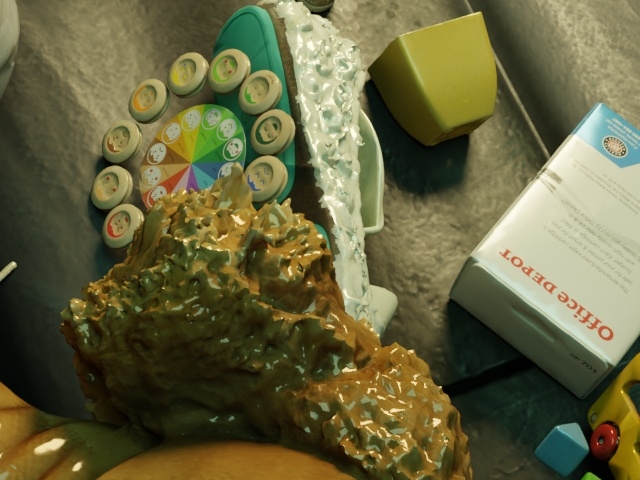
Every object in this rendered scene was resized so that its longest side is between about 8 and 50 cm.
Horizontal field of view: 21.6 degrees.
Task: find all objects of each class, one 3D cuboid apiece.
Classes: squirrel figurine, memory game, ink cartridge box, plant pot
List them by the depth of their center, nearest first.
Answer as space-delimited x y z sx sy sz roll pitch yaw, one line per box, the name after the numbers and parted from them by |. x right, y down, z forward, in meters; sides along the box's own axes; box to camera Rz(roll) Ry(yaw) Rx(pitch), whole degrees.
-0.122 0.156 1.052 0.370 0.281 0.397 30 71 22 | squirrel figurine
-0.099 -0.061 1.267 0.186 0.012 0.186 -13 63 29 | memory game
0.215 0.007 1.333 0.140 0.082 0.190 39 65 7 | ink cartridge box
0.099 -0.126 1.374 0.081 0.081 0.083 -19 81 -20 | plant pot

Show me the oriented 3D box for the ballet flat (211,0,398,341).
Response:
0.000 0.000 1.269 0.147 0.147 0.408 3 66 -11 | ballet flat

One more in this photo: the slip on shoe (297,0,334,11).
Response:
-0.021 -0.259 1.429 0.051 0.041 0.135 -15 69 -18 | slip on shoe

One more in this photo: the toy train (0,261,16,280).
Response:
-0.312 0.052 1.161 0.248 0.143 0.105 -37 78 -24 | toy train

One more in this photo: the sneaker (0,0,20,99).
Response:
-0.337 -0.086 1.217 0.137 0.210 0.366 35 89 5 | sneaker

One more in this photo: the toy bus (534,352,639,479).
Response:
0.278 0.168 1.214 0.202 0.104 0.191 41 27 12 | toy bus
